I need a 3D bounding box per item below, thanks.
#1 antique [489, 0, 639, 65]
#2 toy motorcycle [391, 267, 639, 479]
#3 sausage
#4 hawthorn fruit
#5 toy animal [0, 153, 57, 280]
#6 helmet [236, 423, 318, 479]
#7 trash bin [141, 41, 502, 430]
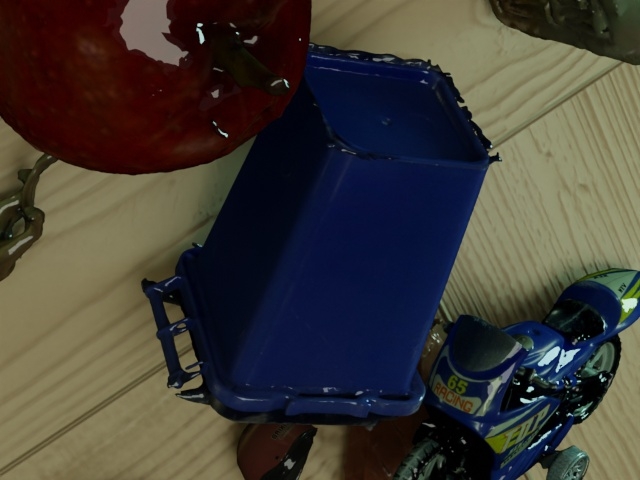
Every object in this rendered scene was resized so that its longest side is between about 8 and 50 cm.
[{"bbox_3d":[0.256,-0.257,1.035,0.284,0.150,0.125,-37,126,-16],"label":"antique"},{"bbox_3d":[0.156,0.110,1.116,0.315,0.113,0.169,-25,134,-44],"label":"toy motorcycle"},{"bbox_3d":[0.059,0.135,1.141,0.065,0.065,0.169,-1,111,-24],"label":"sausage"},{"bbox_3d":[-0.096,-0.134,0.836,0.210,0.266,0.230,3,119,-31],"label":"hawthorn fruit"},{"bbox_3d":[-0.243,0.016,0.958,0.220,0.069,0.086,-48,143,7],"label":"toy animal"},{"bbox_3d":[-0.040,0.163,1.118,0.065,0.049,0.084,-40,157,-44],"label":"helmet"},{"bbox_3d":[0.000,0.000,0.969,0.184,0.162,0.234,4,129,-24],"label":"trash bin"}]
